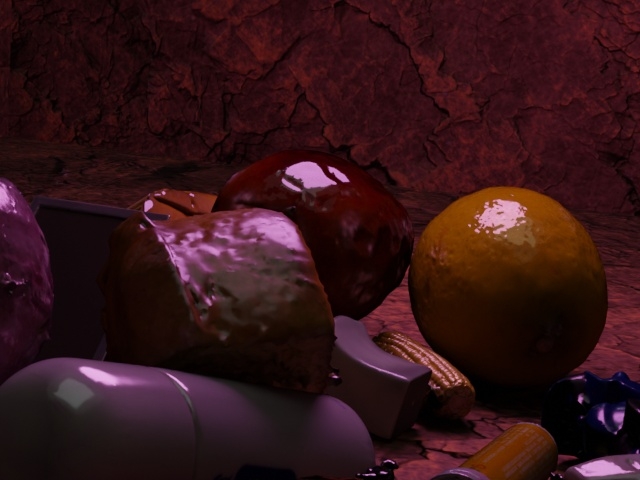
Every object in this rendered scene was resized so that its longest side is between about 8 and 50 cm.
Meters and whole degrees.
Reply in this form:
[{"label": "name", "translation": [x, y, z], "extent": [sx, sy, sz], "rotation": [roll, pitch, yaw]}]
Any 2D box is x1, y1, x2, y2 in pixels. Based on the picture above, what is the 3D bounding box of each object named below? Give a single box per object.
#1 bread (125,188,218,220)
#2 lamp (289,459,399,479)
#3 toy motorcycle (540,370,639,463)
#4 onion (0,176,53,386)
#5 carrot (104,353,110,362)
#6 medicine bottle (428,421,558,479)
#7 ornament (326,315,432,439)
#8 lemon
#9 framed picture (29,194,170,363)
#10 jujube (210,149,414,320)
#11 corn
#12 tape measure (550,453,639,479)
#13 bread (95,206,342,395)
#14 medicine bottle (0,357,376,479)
[{"label": "bread", "translation": [-0.158, 0.049, 1.761], "extent": [0.156, 0.204, 0.288], "rotation": [-28, -18, 38]}, {"label": "lamp", "translation": [0.016, 0.220, 0.957], "extent": [0.182, 0.140, 0.182], "rotation": [3, 6, 0]}, {"label": "toy motorcycle", "translation": [0.312, 0.191, 1.317], "extent": [0.196, 0.125, 0.331], "rotation": [3, 6, 5]}, {"label": "onion", "translation": [-0.322, 0.098, 1.069], "extent": [0.267, 0.159, 0.348], "rotation": [-21, -19, -13]}, {"label": "carrot", "translation": [-0.333, 0.109, 1.705], "extent": [0.257, 0.061, 0.061], "rotation": [12, 13, 30]}, {"label": "medicine bottle", "translation": [0.155, 0.215, 1.239], "extent": [0.074, 0.074, 0.218], "rotation": [8, 10, 24]}, {"label": "ornament", "translation": [-0.023, 0.133, 1.500], "extent": [0.285, 0.120, 0.130], "rotation": [7, 5, 8]}, {"label": "lemon", "translation": [0.230, 0.065, 1.658], "extent": [0.240, 0.240, 0.219], "rotation": [1, 21, -15]}, {"label": "framed picture", "translation": [-0.299, 0.063, 1.593], "extent": [0.197, 0.252, 0.014], "rotation": [9, -31, 24]}, {"label": "jujube", "translation": [0.000, 0.000, 1.665], "extent": [0.223, 0.223, 0.318], "rotation": [8, 2, 22]}, {"label": "corn", "translation": [0.110, 0.154, 1.580], "extent": [0.072, 0.072, 0.203], "rotation": [0, 12, -23]}, {"label": "tape measure", "translation": [0.337, 0.239, 1.021], "extent": [0.258, 0.130, 0.265], "rotation": [-3, 17, -20]}, {"label": "bread", "translation": [-0.094, 0.067, 1.218], "extent": [0.194, 0.179, 0.340], "rotation": [-9, -23, -8]}, {"label": "medicine bottle", "translation": [-0.104, 0.161, 1.030], "extent": [0.130, 0.130, 0.341], "rotation": [12, -4, 38]}]
